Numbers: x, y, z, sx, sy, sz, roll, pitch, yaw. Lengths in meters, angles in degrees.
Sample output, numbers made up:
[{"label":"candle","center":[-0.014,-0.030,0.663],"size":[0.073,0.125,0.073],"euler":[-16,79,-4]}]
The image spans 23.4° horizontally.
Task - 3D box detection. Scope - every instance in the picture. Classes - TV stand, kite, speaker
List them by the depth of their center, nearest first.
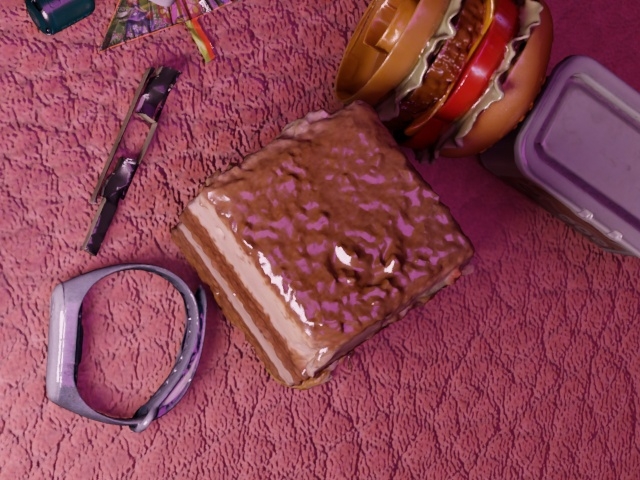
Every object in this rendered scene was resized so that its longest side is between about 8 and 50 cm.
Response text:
[{"label":"speaker","center":[-0.319,-0.300,1.842],"size":[0.075,0.060,0.094],"euler":[-32,101,-18]},{"label":"TV stand","center":[-0.237,-0.099,1.886],"size":[0.042,0.036,0.249],"euler":[25,83,-19]},{"label":"kite","center":[-0.183,-0.301,1.914],"size":[0.241,0.014,0.183],"euler":[-29,100,-20]}]

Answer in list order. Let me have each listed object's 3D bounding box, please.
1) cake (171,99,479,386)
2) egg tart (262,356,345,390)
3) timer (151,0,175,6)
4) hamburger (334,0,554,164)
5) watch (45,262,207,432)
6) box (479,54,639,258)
[{"label":"cake","center":[0.000,0.000,1.821],"size":[0.255,0.290,0.282],"euler":[-34,84,-19]},{"label":"egg tart","center":[-0.019,0.127,1.961],"size":[0.128,0.049,0.129],"euler":[0,89,-20]},{"label":"timer","center":[-0.209,-0.413,1.799],"size":[0.194,0.192,0.195],"euler":[28,82,-9]},{"label":"hamburger","center":[0.166,-0.223,1.906],"size":[0.212,0.274,0.274],"euler":[28,82,-15]},{"label":"watch","center":[-0.234,0.130,1.876],"size":[0.193,0.068,0.206],"euler":[3,88,-19]},{"label":"box","center":[0.363,-0.094,2.020],"size":[0.312,0.182,0.175],"euler":[33,81,-19]}]
